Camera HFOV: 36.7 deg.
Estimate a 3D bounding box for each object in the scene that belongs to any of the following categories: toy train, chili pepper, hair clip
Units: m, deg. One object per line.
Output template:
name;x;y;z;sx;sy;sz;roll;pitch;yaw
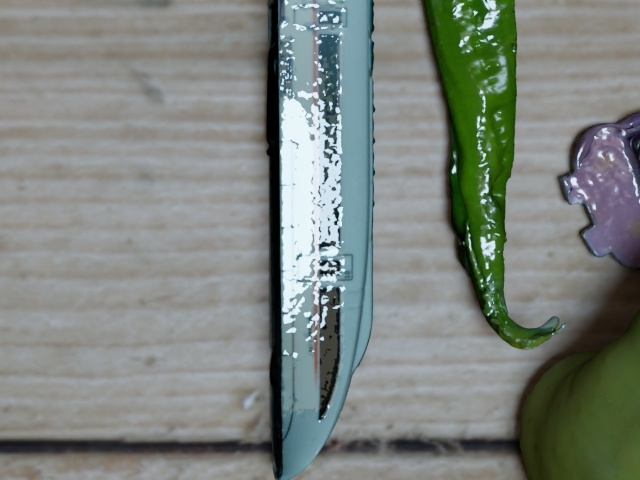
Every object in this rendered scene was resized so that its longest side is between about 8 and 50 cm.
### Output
toy train;0.000;0.000;0.806;0.088;0.086;0.406;0;95;-10
chili pepper;0.142;-0.089;0.812;0.085;0.076;0.358;-8;91;16
hair clip;0.296;-0.035;0.844;0.146;0.056;0.187;-26;87;0

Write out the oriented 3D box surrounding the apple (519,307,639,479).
apple;0.373;0.176;0.766;0.360;0.320;0.311;38;71;2
